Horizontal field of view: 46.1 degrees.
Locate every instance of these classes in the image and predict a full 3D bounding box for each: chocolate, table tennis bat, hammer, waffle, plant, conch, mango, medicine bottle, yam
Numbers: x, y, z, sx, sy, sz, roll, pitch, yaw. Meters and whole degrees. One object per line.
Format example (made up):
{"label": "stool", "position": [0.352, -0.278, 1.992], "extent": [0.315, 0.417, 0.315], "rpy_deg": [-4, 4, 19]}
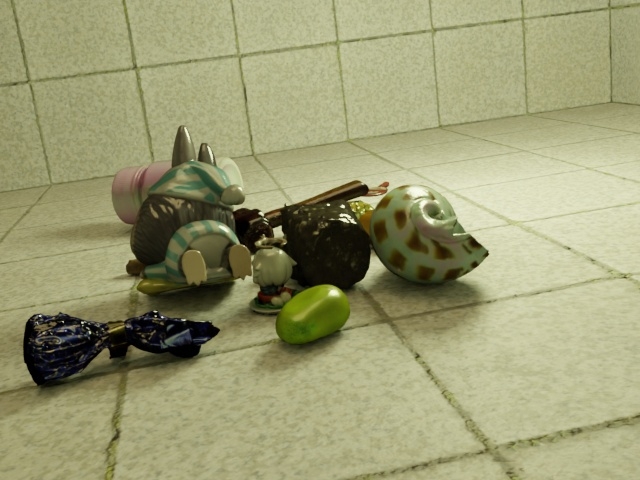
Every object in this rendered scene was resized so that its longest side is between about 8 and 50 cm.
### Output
{"label": "chocolate", "position": [-0.358, 0.178, 1.388], "extent": [0.343, 0.126, 0.148], "rpy_deg": [-7, -27, -14]}
{"label": "table tennis bat", "position": [0.197, -0.176, 2.614], "extent": [0.098, 0.019, 0.154], "rpy_deg": [3, 21, 32]}
{"label": "hammer", "position": [-0.061, -0.093, 2.145], "extent": [0.408, 0.095, 0.242], "rpy_deg": [-22, 17, -10]}
{"label": "waffle", "position": [0.053, -0.083, 2.259], "extent": [0.223, 0.054, 0.204], "rpy_deg": [-7, 16, 0]}
{"label": "plant", "position": [0.000, 0.000, 1.717], "extent": [0.199, 0.188, 0.276], "rpy_deg": [-10, 15, -15]}
{"label": "conch", "position": [0.225, -0.007, 1.647], "extent": [0.249, 0.197, 0.368], "rpy_deg": [32, 14, 1]}
{"label": "mango", "position": [0.171, -0.028, 1.922], "extent": [0.184, 0.102, 0.085], "rpy_deg": [13, -8, 46]}
{"label": "medicine bottle", "position": [-0.463, -0.154, 2.447], "extent": [0.388, 0.219, 0.219], "rpy_deg": [-2, 16, 19]}
{"label": "mango", "position": [-0.019, 0.137, 1.411], "extent": [0.163, 0.089, 0.117], "rpy_deg": [-19, 19, -36]}
{"label": "yam", "position": [-0.378, 0.064, 1.933], "extent": [0.264, 0.046, 0.046], "rpy_deg": [-3, 15, 20]}

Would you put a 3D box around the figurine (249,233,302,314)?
{"label": "figurine", "position": [-0.095, 0.066, 1.585], "extent": [0.132, 0.154, 0.132], "rpy_deg": [-7, 16, 2]}

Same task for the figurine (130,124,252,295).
{"label": "figurine", "position": [-0.304, -0.076, 1.679], "extent": [0.266, 0.378, 0.361], "rpy_deg": [-10, -2, -26]}
